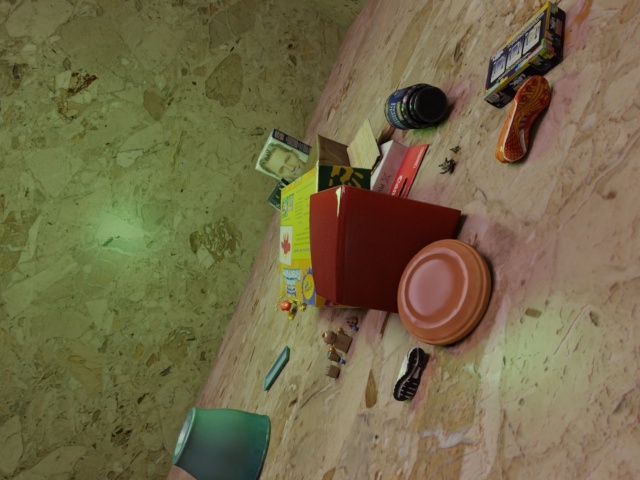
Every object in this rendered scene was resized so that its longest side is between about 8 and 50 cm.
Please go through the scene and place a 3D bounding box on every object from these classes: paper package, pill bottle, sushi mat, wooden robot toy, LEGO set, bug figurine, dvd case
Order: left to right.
[{"bbox_3d":[-0.112,-0.151,2.129,0.030,0.238,0.179,-55,6,-36],"label":"dvd case"},{"bbox_3d":[-0.086,0.165,1.865,0.216,0.072,0.279,-25,43,68],"label":"bug figurine"},{"bbox_3d":[0.010,-0.197,1.844,0.310,0.168,0.325,-93,24,-59],"label":"paper package"},{"bbox_3d":[0.033,0.270,1.275,0.173,0.079,0.076,-67,15,-7],"label":"wooden robot toy"},{"bbox_3d":[0.140,-0.288,1.597,0.151,0.019,0.317,-57,20,29],"label":"sushi mat"},{"bbox_3d":[0.271,-0.379,1.365,0.123,0.122,0.219,-64,14,6],"label":"pill bottle"},{"bbox_3d":[0.310,-0.186,1.142,0.083,0.023,0.054,-52,17,0],"label":"LEGO set"}]

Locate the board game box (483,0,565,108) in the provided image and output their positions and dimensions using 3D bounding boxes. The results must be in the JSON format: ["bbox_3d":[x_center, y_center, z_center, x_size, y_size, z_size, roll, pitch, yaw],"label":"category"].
[{"bbox_3d":[0.420,-0.380,0.995,0.170,0.048,0.141,-39,29,61],"label":"board game box"}]

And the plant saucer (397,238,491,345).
[{"bbox_3d":[0.214,0.089,0.879,0.200,0.037,0.200,-29,50,40],"label":"plant saucer"}]

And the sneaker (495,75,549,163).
[{"bbox_3d":[0.372,-0.229,0.903,0.175,0.064,0.067,-63,5,-1],"label":"sneaker"}]

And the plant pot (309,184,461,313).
[{"bbox_3d":[0.114,0.029,1.070,0.267,0.267,0.236,-176,95,-74],"label":"plant pot"}]

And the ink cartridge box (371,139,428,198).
[{"bbox_3d":[0.184,-0.155,1.435,0.297,0.066,0.261,-67,14,-2],"label":"ink cartridge box"}]

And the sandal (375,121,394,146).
[{"bbox_3d":[0.174,-0.342,1.730,0.240,0.079,0.088,-55,18,36],"label":"sandal"}]

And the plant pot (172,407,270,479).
[{"bbox_3d":[-0.337,0.678,1.588,0.272,0.255,0.272,-58,16,28],"label":"plant pot"}]

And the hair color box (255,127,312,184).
[{"bbox_3d":[-0.089,-0.325,2.091,0.174,0.347,0.105,-57,17,31],"label":"hair color box"}]

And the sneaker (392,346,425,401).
[{"bbox_3d":[0.169,0.255,0.919,0.109,0.040,0.044,-64,-2,-5],"label":"sneaker"}]

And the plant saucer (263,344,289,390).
[{"bbox_3d":[-0.161,0.471,1.761,0.192,0.018,0.067,-60,16,26],"label":"plant saucer"}]

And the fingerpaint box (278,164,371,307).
[{"bbox_3d":[0.000,0.000,1.443,0.445,0.163,0.372,169,103,-73],"label":"fingerpaint box"}]
